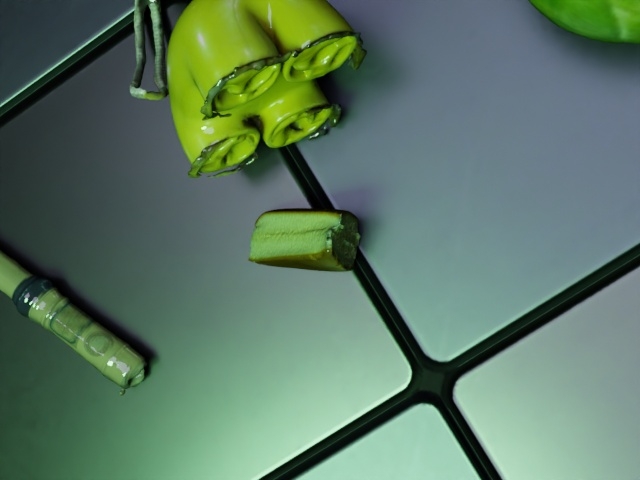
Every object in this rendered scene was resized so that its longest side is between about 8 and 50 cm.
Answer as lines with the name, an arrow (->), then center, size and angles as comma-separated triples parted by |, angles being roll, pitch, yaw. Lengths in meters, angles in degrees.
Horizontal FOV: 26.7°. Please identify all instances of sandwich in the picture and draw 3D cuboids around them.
sandwich -> 0.000, 0.000, 0.684 | 0.083, 0.044, 0.031 | 2, 84, 57

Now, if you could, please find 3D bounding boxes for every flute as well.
flute -> -0.188, 0.007, 0.736 | 0.233, 0.027, 0.027 | 36, 98, 12

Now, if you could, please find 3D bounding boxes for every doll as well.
doll -> -0.066, -0.153, 0.669 | 0.143, 0.135, 0.221 | -25, 76, -20

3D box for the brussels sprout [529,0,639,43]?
brussels sprout -> 0.151, -0.163, 0.607 | 0.155, 0.117, 0.155 | 3, 99, 19
